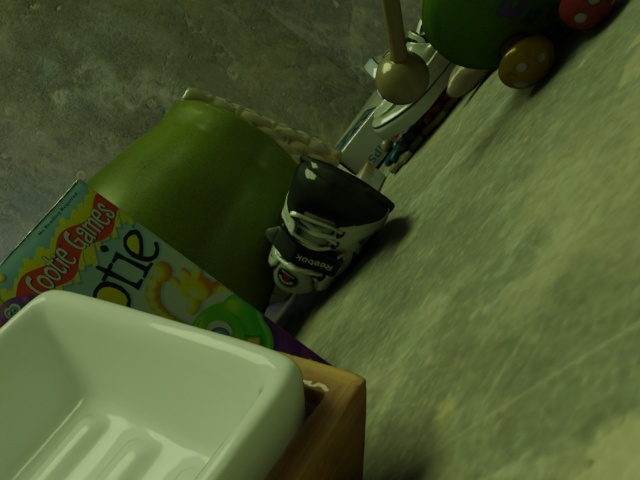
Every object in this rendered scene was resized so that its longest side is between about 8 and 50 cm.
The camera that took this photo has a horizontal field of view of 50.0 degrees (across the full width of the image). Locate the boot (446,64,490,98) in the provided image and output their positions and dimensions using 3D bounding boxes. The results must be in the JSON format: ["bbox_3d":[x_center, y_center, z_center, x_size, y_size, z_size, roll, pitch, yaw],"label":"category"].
[{"bbox_3d":[0.219,-0.244,0.902,0.118,0.042,0.087,-53,6,-12],"label":"boot"}]

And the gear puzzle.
[{"bbox_3d":[0.205,-0.256,1.056,0.339,0.044,0.175,-50,7,26],"label":"gear puzzle"}]

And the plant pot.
[{"bbox_3d":[-0.203,0.004,0.987,0.352,0.367,0.366,-60,8,-17],"label":"plant pot"}]

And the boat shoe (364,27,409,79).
[{"bbox_3d":[0.221,-0.446,1.699,0.156,0.136,0.367,-47,-2,22],"label":"boat shoe"}]

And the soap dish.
[{"bbox_3d":[-0.134,0.149,0.387,0.291,0.118,0.229,6,46,43],"label":"soap dish"}]

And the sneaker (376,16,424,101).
[{"bbox_3d":[0.244,-0.402,1.467,0.283,0.107,0.124,-56,20,6],"label":"sneaker"}]

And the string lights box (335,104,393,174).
[{"bbox_3d":[0.095,-0.201,1.419,0.133,0.077,0.259,-51,7,5],"label":"string lights box"}]

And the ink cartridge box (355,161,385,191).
[{"bbox_3d":[0.031,-0.032,1.104,0.145,0.045,0.179,-49,5,34],"label":"ink cartridge box"}]

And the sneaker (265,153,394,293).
[{"bbox_3d":[0.000,0.000,0.841,0.146,0.123,0.330,-61,-5,-10],"label":"sneaker"}]

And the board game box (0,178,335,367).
[{"bbox_3d":[-0.150,0.098,0.623,0.142,0.275,0.144,-56,7,-22],"label":"board game box"}]

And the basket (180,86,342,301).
[{"bbox_3d":[-0.177,-0.076,1.307,0.266,0.332,0.328,158,133,-75],"label":"basket"}]

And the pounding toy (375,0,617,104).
[{"bbox_3d":[0.172,-0.199,0.621,0.237,0.110,0.183,-19,-33,-8],"label":"pounding toy"}]

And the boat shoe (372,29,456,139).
[{"bbox_3d":[0.155,-0.267,0.990,0.267,0.088,0.096,-46,22,23],"label":"boat shoe"}]
